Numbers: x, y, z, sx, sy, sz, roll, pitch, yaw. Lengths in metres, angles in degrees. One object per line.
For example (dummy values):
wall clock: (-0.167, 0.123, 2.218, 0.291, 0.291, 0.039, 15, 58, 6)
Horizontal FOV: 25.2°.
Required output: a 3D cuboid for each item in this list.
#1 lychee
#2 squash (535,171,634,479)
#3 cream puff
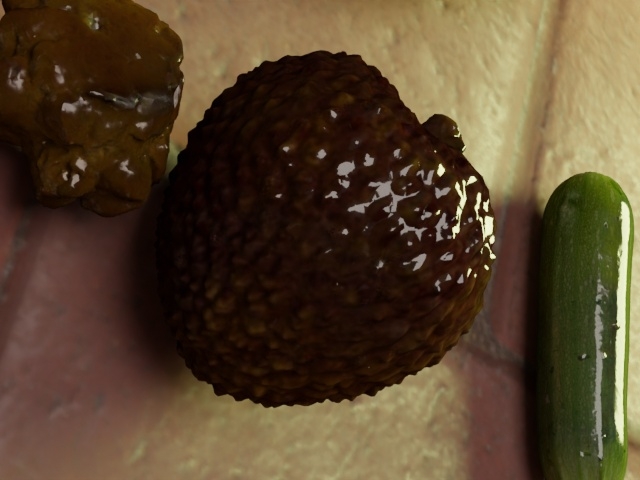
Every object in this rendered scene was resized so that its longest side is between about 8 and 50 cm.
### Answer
lychee: (0.003, -0.005, 0.764, 0.194, 0.194, 0.194, 13, 69, -37)
squash: (0.178, 0.060, 0.963, 0.066, 0.066, 0.228, 19, 66, -35)
cream puff: (-0.123, -0.070, 0.737, 0.122, 0.094, 0.116, 44, 46, 8)
